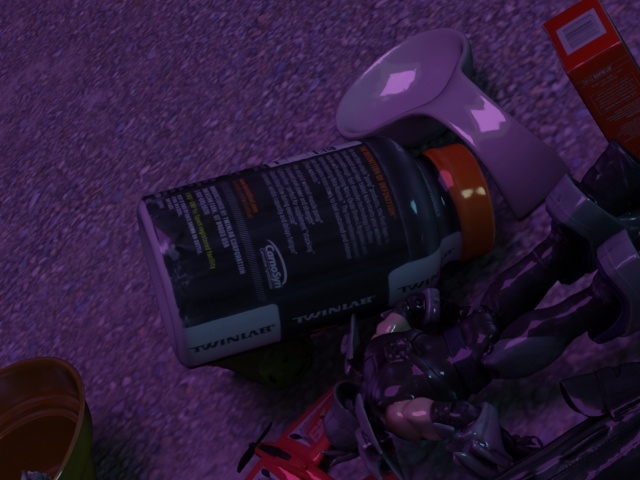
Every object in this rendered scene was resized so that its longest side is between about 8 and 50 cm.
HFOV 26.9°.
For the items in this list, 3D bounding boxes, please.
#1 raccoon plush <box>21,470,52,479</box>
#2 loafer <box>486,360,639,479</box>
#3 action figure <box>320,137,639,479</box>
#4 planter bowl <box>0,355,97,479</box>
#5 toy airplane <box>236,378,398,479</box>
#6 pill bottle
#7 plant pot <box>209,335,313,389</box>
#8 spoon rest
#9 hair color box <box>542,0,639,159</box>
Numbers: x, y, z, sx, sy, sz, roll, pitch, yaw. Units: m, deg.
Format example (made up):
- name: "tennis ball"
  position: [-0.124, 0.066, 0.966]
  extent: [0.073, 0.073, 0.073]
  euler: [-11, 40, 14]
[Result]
- name: "raccoon plush"
  position: [-0.034, 0.267, 0.767]
  extent: [0.446, 0.216, 0.299]
  euler: [-1, 26, 5]
- name: "loafer"
  position: [0.169, 0.103, 0.760]
  extent: [0.223, 0.078, 0.076]
  euler: [-43, -8, -2]
- name: "action figure"
  position: [0.114, 0.066, 0.862]
  extent: [0.285, 0.099, 0.185]
  euler: [-35, 37, 13]
- name: "planter bowl"
  position: [-0.245, 0.204, 1.064]
  extent: [0.217, 0.090, 0.217]
  euler: [-27, 35, 21]
- name: "toy airplane"
  position: [-0.004, 0.161, 0.928]
  extent: [0.151, 0.028, 0.151]
  euler: [-24, 31, 15]
- name: "pill bottle"
  position: [0.000, 0.000, 0.973]
  extent: [0.246, 0.130, 0.130]
  euler: [-15, 31, -10]
- name: "plant pot"
  position: [-0.048, 0.077, 1.040]
  extent: [0.083, 0.083, 0.079]
  euler: [-48, 46, -12]
- name: "spoon rest"
  position: [0.097, -0.110, 1.101]
  extent: [0.137, 0.084, 0.276]
  euler: [-42, 33, -3]
- name: "hair color box"
  position: [0.207, -0.091, 0.910]
  extent: [0.043, 0.141, 0.072]
  euler: [-31, 33, 16]
